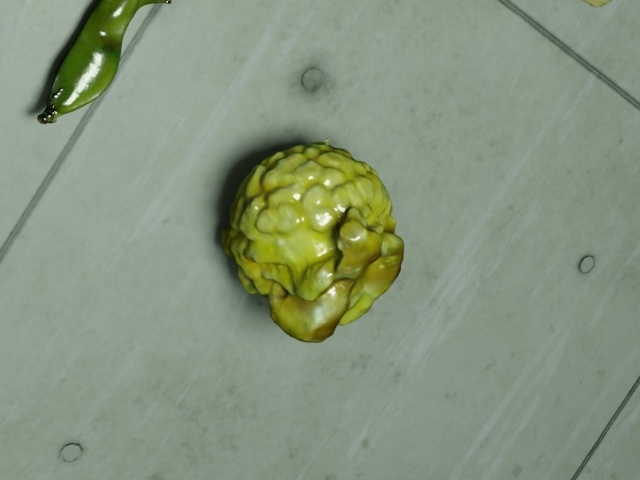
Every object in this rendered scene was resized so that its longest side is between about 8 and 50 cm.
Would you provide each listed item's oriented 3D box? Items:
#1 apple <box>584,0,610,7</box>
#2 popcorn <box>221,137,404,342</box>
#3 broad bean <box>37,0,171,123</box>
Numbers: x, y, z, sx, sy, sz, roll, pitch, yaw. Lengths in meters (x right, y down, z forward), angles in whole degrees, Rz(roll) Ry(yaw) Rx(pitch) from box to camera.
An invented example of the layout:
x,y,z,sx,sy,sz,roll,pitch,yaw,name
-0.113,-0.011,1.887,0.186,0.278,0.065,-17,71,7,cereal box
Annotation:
x,y,z,sx,sy,sz,roll,pitch,yaw,name
0.388,-0.465,1.840,0.309,0.252,0.314,-65,148,-16,apple
0.000,0.000,1.827,0.206,0.251,0.237,-9,111,-19,popcorn
-0.247,-0.215,1.718,0.213,0.048,0.070,-51,124,-4,broad bean
